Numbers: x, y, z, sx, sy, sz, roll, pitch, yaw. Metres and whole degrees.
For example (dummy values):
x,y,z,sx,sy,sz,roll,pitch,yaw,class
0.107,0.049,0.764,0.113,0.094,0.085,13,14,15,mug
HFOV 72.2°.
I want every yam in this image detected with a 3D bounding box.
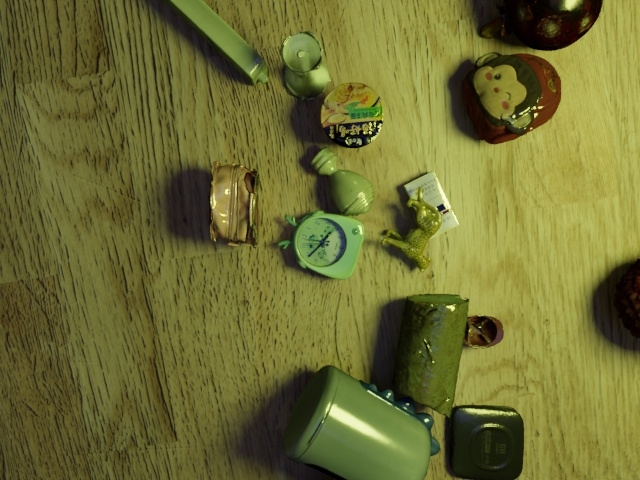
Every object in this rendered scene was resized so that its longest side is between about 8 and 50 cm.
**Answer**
x,y,z,sx,sy,sz,roll,pitch,yaw,class
0.272,0.280,1.095,0.168,0.168,0.304,9,94,0,yam

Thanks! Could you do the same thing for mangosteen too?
x,y,z,sx,sy,sz,roll,pitch,yaw,class
0.496,-0.545,1.014,0.261,0.235,0.236,-17,95,35,mangosteen

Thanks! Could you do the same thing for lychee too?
x,y,z,sx,sy,sz,roll,pitch,yaw,class
0.848,0.146,1.031,0.264,0.264,0.300,-37,115,3,lychee

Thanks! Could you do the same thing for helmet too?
x,y,z,sx,sy,sz,roll,pitch,yaw,class
0.411,0.232,1.143,0.111,0.057,0.089,-1,91,1,helmet

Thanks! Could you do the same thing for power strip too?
x,y,z,sx,sy,sz,roll,pitch,yaw,class
-0.271,-0.522,1.069,0.385,0.091,0.062,42,91,-3,power strip

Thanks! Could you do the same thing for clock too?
x,y,z,sx,sy,sz,roll,pitch,yaw,class
0.000,0.000,1.122,0.210,0.066,0.159,18,94,-1,clock

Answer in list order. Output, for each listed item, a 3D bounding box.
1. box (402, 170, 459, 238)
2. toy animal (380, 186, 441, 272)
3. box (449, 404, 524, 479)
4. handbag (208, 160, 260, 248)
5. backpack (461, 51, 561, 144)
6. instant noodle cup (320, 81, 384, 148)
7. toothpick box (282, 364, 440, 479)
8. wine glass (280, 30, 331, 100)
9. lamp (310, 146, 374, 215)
x,y,z,sx,sy,sz,roll,pitch,yaw,class
0.282,-0.090,1.125,0.084,0.040,0.154,-27,94,3,box
0.250,-0.025,1.093,0.136,0.073,0.181,33,111,6,toy animal
0.445,0.546,1.177,0.201,0.042,0.213,1,95,-2,box
-0.205,-0.086,1.065,0.116,0.179,0.205,2,96,-7,handbag
0.465,-0.348,1.061,0.229,0.139,0.229,-2,78,9,backpack
0.073,-0.294,1.071,0.151,0.122,0.152,0,94,-2,instant noodle cup
0.118,0.480,1.078,0.354,0.263,0.263,31,94,-5,toothpick box
-0.036,-0.412,1.031,0.122,0.183,0.122,0,93,0,wine glass
0.055,-0.144,1.099,0.106,0.106,0.193,-42,83,3,lamp
